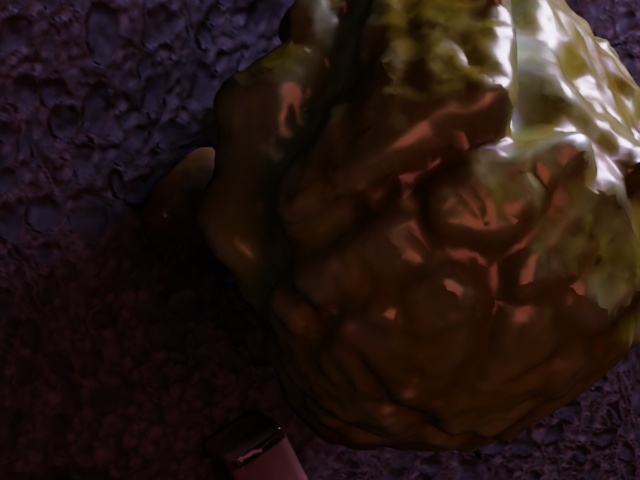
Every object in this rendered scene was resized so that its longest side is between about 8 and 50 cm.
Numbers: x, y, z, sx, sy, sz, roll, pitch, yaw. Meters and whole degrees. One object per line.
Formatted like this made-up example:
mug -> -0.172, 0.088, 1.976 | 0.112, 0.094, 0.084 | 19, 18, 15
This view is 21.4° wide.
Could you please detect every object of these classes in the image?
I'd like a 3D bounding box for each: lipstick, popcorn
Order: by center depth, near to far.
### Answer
popcorn -> 0.061, -0.019, 0.899 | 0.247, 0.282, 0.282 | -34, 118, 11
lipstick -> -0.021, 0.181, 1.080 | 0.045, 0.045, 0.145 | -34, 115, -21

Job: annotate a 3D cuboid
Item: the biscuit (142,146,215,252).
biscuit -> 0.000, -0.001, 1.052 | 0.164, 0.047, 0.208 | -45, 117, -17
